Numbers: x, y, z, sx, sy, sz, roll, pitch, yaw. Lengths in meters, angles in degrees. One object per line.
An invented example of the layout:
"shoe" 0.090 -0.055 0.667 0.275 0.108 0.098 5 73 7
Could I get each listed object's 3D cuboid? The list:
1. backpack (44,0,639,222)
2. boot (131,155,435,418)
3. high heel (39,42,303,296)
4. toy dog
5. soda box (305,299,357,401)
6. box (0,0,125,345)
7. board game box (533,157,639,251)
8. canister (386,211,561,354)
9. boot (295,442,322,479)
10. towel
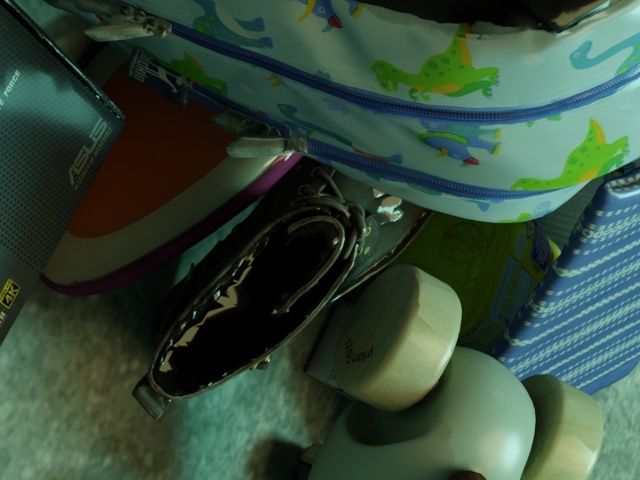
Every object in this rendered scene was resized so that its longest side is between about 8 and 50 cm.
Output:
"backpack" 0.029 -0.167 0.942 0.290 0.355 0.273 -51 141 -30
"boot" 0.000 0.000 1.068 0.263 0.091 0.229 -47 -178 -6
"high heel" -0.021 -0.088 1.134 0.377 0.127 0.181 -46 161 -16
"toy dog" 0.028 0.181 1.139 0.161 0.220 0.334 -87 -166 -57
"soda box" 0.065 0.104 1.370 0.183 0.063 0.058 35 78 -54
"box" -0.209 -0.013 0.934 0.233 0.059 0.183 -63 144 -15
"board game box" 0.230 -0.021 1.464 0.039 0.160 0.212 -24 123 -50
"canister" 0.120 0.033 1.405 0.170 0.073 0.126 41 64 -55
"boot" 0.007 0.273 1.337 0.207 0.090 0.248 -60 148 -22
"towel" 0.189 0.028 1.276 0.243 0.040 0.336 -25 156 -36
